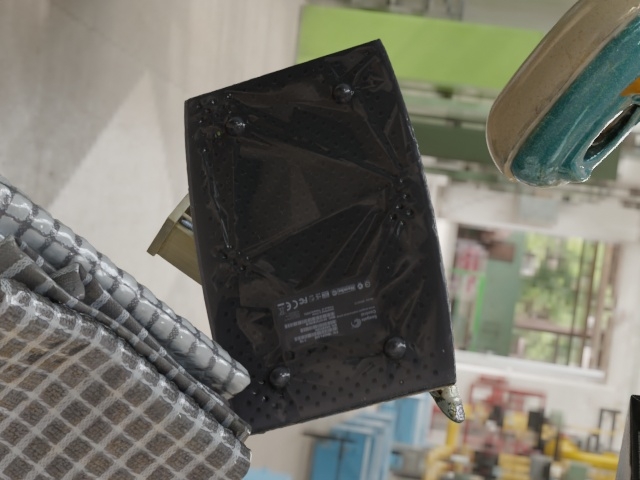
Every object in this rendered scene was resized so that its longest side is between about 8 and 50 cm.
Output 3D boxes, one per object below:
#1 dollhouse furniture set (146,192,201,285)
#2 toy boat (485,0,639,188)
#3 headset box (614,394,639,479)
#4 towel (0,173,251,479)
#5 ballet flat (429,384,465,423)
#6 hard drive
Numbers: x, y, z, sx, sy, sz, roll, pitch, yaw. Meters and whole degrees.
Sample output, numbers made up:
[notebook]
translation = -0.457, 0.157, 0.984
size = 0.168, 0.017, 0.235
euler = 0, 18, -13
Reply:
[dollhouse furniture set]
translation = -0.084, -0.041, 1.587
size = 0.184, 0.129, 0.129
euler = -53, -178, 39
[toy boat]
translation = 0.315, -0.149, 1.410
size = 0.267, 0.148, 0.318
euler = -51, 159, 18
[headset box]
translation = 0.302, 0.315, 1.192
size = 0.218, 0.110, 0.293
euler = -75, 168, -50
[towel]
translation = -0.207, 0.135, 0.865
size = 0.235, 0.283, 0.121
euler = 43, 14, -28
[ballet flat]
translation = 0.178, 0.217, 2.009
size = 0.114, 0.041, 0.041
euler = 51, -32, 46
[hard drive]
translation = 0.000, 0.000, 0.969
size = 0.054, 0.172, 0.255
euler = 41, 35, -66
